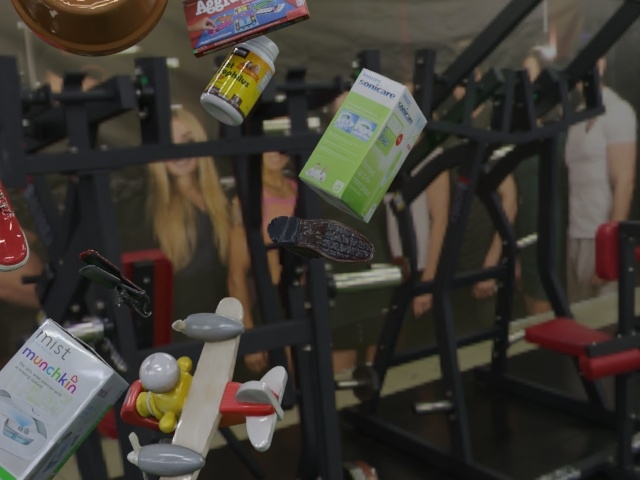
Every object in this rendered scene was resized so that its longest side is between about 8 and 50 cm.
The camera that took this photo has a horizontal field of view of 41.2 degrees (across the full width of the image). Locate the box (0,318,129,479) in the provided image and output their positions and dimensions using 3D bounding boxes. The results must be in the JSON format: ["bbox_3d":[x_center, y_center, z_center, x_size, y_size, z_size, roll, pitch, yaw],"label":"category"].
[{"bbox_3d":[-0.404,0.249,1.223,0.231,0.127,0.262,-51,-3,-16],"label":"box"}]

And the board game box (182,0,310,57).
[{"bbox_3d":[-0.175,-0.533,1.968,0.281,0.145,0.027,-17,-19,9],"label":"board game box"}]

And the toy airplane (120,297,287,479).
[{"bbox_3d":[-0.267,0.333,1.828,0.384,0.272,0.386,-44,36,0],"label":"toy airplane"}]

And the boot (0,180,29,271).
[{"bbox_3d":[-0.564,-0.078,1.435,0.088,0.244,0.176,-23,-19,-33],"label":"boot"}]

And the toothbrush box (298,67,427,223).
[{"bbox_3d":[0.101,-0.208,1.913,0.122,0.283,0.206,28,-4,25],"label":"toothbrush box"}]

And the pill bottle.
[{"bbox_3d":[-0.189,-0.392,2.054,0.117,0.215,0.117,29,-14,8],"label":"pill bottle"}]

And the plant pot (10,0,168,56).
[{"bbox_3d":[-0.392,-0.463,1.424,0.291,0.291,0.203,-6,9,-12],"label":"plant pot"}]

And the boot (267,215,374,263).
[{"bbox_3d":[0.000,0.000,1.733,0.219,0.082,0.106,16,-7,-1],"label":"boot"}]

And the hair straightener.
[{"bbox_3d":[-0.441,0.114,1.851,0.047,0.230,0.089,-21,49,16],"label":"hair straightener"}]
